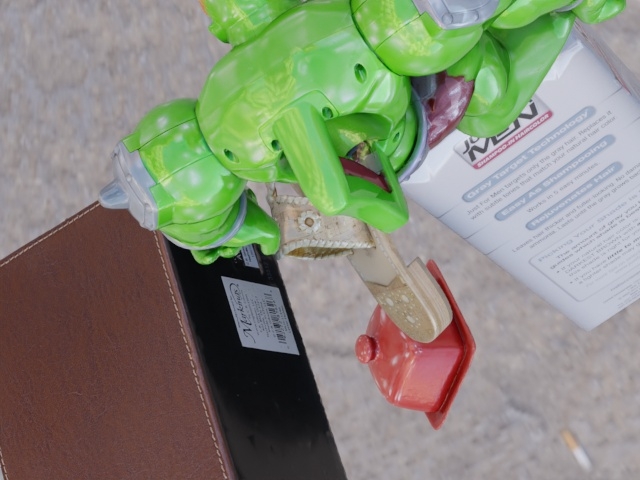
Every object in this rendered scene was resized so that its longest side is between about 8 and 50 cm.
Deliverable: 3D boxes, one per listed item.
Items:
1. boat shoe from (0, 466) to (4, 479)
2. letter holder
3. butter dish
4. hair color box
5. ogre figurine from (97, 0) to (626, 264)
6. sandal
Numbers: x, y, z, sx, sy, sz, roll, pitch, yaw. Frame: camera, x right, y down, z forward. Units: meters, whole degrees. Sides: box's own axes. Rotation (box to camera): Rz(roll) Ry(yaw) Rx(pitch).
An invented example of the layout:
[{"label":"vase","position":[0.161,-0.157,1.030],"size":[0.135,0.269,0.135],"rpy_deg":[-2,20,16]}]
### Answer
[{"label":"boat shoe","position":[-0.274,0.204,1.553],"size":[0.227,0.079,0.081],"rpy_deg":[-10,147,15]},{"label":"letter holder","position":[-0.128,0.136,1.237],"size":[0.214,0.302,0.152],"rpy_deg":[-29,158,27]},{"label":"butter dish","position":[0.098,0.127,1.900],"size":[0.118,0.160,0.160],"rpy_deg":[-2,134,-23]},{"label":"hair color box","position":[0.203,-0.068,1.364],"size":[0.185,0.114,0.374],"rpy_deg":[-36,143,17]},{"label":"ogre figurine","position":[0.011,-0.049,0.512],"size":[0.197,0.118,0.097],"rpy_deg":[-11,88,24]},{"label":"sandal","position":[0.003,-0.002,1.251],"size":[0.079,0.088,0.240],"rpy_deg":[-42,96,-28]}]
